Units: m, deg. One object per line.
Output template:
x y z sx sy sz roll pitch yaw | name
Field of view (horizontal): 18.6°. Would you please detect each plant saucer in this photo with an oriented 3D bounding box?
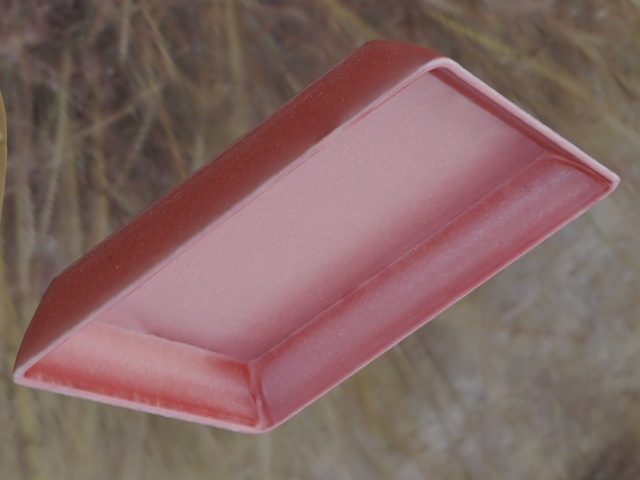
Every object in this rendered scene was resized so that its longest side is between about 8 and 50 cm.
0.000 0.000 0.998 0.258 0.047 0.259 -36 155 16 | plant saucer

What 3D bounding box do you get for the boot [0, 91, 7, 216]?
-0.217 0.062 0.777 0.095 0.262 0.203 20 152 -34 | boot
